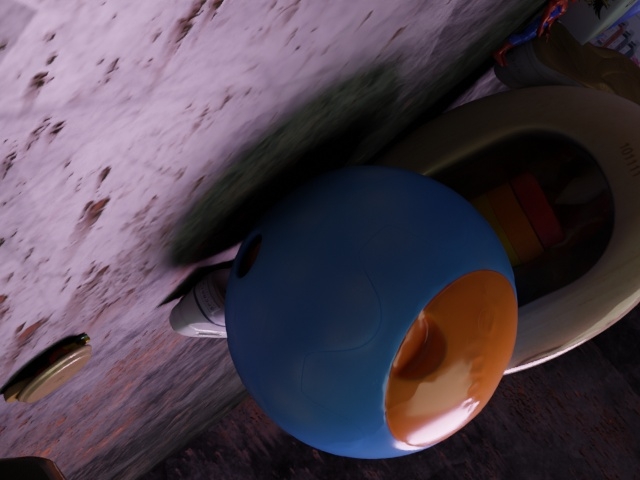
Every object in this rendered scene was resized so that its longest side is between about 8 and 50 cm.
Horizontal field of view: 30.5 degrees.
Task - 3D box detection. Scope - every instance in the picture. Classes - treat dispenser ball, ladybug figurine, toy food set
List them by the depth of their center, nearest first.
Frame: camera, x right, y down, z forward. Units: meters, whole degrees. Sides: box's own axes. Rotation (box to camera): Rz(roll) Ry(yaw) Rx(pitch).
[{"bbox_3d":[-0.242,0.118,1.060,0.083,0.020,0.082,-43,172,23],"label":"toy food set"},{"bbox_3d":[0.049,0.069,1.157,0.288,0.288,0.288,-38,173,-6],"label":"treat dispenser ball"},{"bbox_3d":[0.205,-0.002,1.362,0.449,0.305,0.162,-23,169,13],"label":"ladybug figurine"}]

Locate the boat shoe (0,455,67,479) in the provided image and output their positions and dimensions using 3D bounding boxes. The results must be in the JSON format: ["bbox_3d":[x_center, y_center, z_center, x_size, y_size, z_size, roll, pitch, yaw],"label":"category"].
[{"bbox_3d":[-0.400,0.321,1.195,0.324,0.122,0.120,-31,178,1],"label":"boat shoe"}]

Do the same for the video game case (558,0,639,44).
[{"bbox_3d":[0.413,-0.346,1.284,0.269,0.061,0.244,-31,170,-34],"label":"video game case"}]

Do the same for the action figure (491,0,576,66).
[{"bbox_3d":[0.239,-0.234,1.280,0.115,0.030,0.038,-44,166,22],"label":"action figure"}]

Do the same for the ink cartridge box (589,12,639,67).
[{"bbox_3d":[0.391,-0.247,1.551,0.176,0.127,0.128,-39,173,10],"label":"ink cartridge box"}]

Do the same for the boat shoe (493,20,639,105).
[{"bbox_3d":[0.316,-0.179,1.421,0.277,0.098,0.096,23,145,-37],"label":"boat shoe"}]

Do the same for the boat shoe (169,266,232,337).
[{"bbox_3d":[-0.097,0.067,1.310,0.076,0.083,0.226,-29,165,18],"label":"boat shoe"}]
